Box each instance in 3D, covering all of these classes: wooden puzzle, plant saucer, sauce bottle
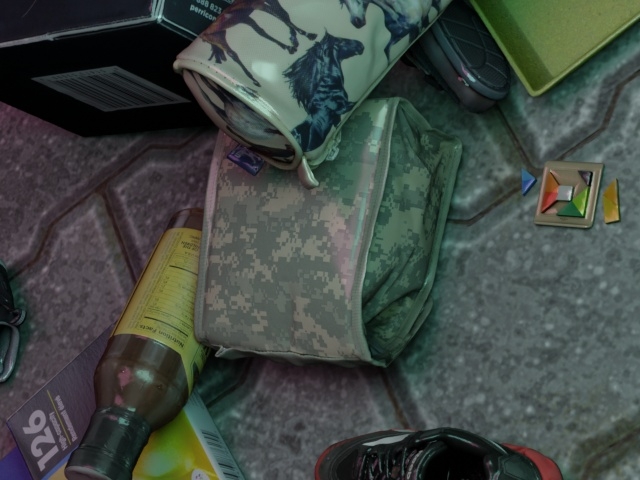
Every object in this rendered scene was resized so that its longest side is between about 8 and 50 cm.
[{"bbox_3d":[0.257,-0.049,1.605,0.116,0.014,0.078,-3,71,34],"label":"wooden puzzle"},{"bbox_3d":[0.269,-0.266,1.661,0.188,0.045,0.188,-38,56,17],"label":"plant saucer"},{"bbox_3d":[-0.182,0.124,1.711,0.111,0.111,0.344,-1,51,34],"label":"sauce bottle"}]

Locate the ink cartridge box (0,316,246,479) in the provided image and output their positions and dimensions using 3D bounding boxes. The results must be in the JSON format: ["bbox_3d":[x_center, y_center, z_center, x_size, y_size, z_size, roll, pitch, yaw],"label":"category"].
[{"bbox_3d":[-0.251,0.282,1.792,0.307,0.072,0.303,-42,55,11],"label":"ink cartridge box"}]

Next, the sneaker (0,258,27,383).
[{"bbox_3d":[-0.483,0.147,1.978,0.268,0.101,0.153,-47,50,7],"label":"sneaker"}]

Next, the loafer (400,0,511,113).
[{"bbox_3d":[0.119,-0.235,1.729,0.095,0.109,0.302,-48,44,28],"label":"loafer"}]

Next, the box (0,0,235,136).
[{"bbox_3d":[-0.191,-0.397,1.832,0.480,0.297,0.471,0,73,44],"label":"box"}]

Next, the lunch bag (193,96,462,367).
[{"bbox_3d":[0.000,0.000,1.663,0.235,0.169,0.287,4,74,35],"label":"lunch bag"}]

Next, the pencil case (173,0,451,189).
[{"bbox_3d":[0.046,-0.245,1.574,0.410,0.183,0.160,-47,14,-17],"label":"pencil case"}]

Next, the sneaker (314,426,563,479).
[{"bbox_3d":[0.095,0.231,1.532,0.276,0.135,0.097,1,75,36],"label":"sneaker"}]
